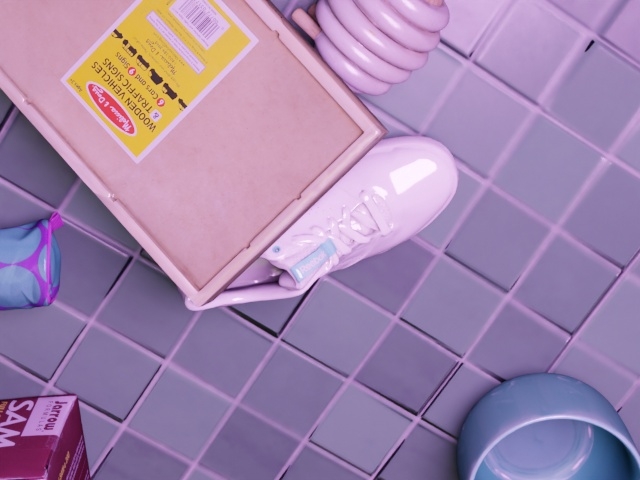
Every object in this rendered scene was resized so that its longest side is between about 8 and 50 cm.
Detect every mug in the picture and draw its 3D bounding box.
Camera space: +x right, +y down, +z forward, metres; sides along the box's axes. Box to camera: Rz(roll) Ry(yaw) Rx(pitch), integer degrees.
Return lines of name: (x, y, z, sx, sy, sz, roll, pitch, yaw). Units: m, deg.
mug: (0.175, 0.172, 0.938, 0.129, 0.097, 0.158, -42, 106, 12)

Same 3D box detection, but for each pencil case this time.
pencil case: (-0.259, 0.017, 0.891, 0.151, 0.070, 0.064, -1, 148, -2)

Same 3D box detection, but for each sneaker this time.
sneaker: (0.000, 0.000, 0.873, 0.212, 0.094, 0.080, -25, 108, 8)

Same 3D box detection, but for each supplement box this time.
supplement box: (-0.207, 0.250, 0.941, 0.073, 0.130, 0.240, -4, 109, 1)

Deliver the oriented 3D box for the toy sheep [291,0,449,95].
toy sheep: (0.034, -0.141, 0.831, 0.091, 0.091, 0.132, 35, 120, -13)

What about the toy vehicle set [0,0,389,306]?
toy vehicle set: (-0.105, -0.111, 0.818, 0.166, 0.035, 0.267, -42, 87, 12)
